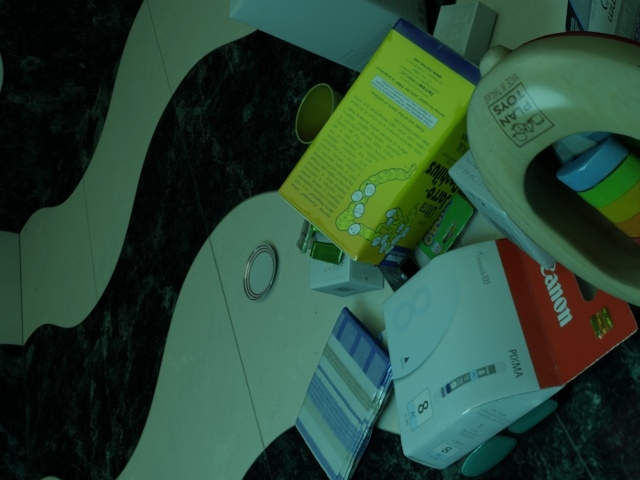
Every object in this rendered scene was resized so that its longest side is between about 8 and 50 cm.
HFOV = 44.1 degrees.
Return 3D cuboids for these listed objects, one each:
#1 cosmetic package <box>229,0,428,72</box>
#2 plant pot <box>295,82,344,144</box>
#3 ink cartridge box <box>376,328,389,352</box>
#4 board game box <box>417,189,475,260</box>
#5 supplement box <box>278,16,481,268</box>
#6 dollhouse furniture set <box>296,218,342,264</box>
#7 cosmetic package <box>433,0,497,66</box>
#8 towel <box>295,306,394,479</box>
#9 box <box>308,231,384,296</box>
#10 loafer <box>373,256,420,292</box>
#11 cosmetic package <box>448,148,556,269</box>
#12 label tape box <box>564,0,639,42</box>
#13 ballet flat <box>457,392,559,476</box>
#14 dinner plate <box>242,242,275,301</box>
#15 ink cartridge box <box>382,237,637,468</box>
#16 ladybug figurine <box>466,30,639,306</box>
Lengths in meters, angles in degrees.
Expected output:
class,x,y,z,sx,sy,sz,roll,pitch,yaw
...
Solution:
class,x,y,z,sx,sy,sz,roll,pitch,yaw
cosmetic package,0.018,-0.489,1.582,0.197,0.365,0.155,-28,55,45
plant pot,0.022,-0.262,1.720,0.134,0.095,0.134,-24,58,47
ink cartridge box,0.142,0.176,1.435,0.083,0.028,0.048,-42,47,37
board game box,0.191,-0.072,1.463,0.124,0.039,0.259,-59,36,20
supplement box,0.134,-0.152,1.334,0.195,0.194,0.357,42,104,25
dollhouse furniture set,0.000,0.000,1.548,0.152,0.058,0.076,-128,51,-71
cosmetic package,0.245,-0.314,1.462,0.098,0.060,0.239,15,89,55
towel,0.046,0.297,1.491,0.209,0.034,0.285,44,119,52
box,0.055,0.015,1.567,0.130,0.091,0.171,-15,65,51
loafer,0.115,0.028,1.474,0.170,0.062,0.061,56,132,25
cosmetic package,0.320,-0.091,1.143,0.184,0.151,0.151,-45,38,3
label tape box,0.430,-0.251,1.019,0.115,0.249,0.348,-12,56,4
ballet flat,0.275,0.272,1.183,0.203,0.074,0.074,-52,40,28
dinner plate,-0.143,0.077,1.881,0.141,0.017,0.141,-27,55,47
ink cartridge box,0.255,0.116,1.189,0.385,0.091,0.308,-47,29,32
ladybug figurine,0.370,-0.087,0.929,0.305,0.449,0.162,-34,19,53
